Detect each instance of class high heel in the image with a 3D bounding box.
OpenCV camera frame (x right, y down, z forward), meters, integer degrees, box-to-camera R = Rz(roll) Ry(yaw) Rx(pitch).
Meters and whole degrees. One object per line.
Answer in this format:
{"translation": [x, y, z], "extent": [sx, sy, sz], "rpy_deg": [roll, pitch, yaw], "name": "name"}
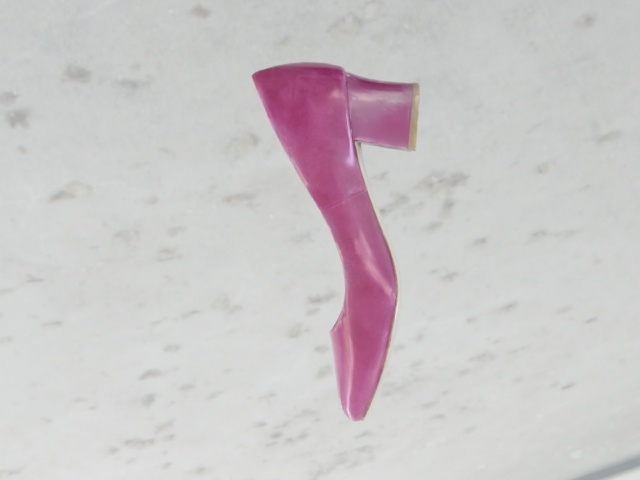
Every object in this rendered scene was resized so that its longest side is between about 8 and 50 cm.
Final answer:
{"translation": [0.000, 0.000, 0.639], "extent": [0.117, 0.244, 0.082], "rpy_deg": [6, -175, -1], "name": "high heel"}
